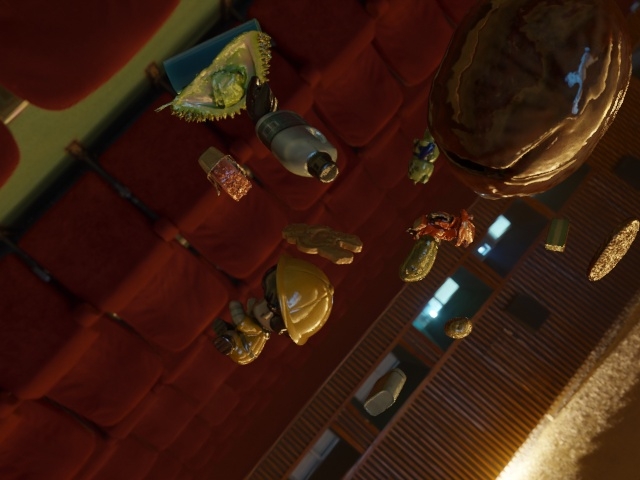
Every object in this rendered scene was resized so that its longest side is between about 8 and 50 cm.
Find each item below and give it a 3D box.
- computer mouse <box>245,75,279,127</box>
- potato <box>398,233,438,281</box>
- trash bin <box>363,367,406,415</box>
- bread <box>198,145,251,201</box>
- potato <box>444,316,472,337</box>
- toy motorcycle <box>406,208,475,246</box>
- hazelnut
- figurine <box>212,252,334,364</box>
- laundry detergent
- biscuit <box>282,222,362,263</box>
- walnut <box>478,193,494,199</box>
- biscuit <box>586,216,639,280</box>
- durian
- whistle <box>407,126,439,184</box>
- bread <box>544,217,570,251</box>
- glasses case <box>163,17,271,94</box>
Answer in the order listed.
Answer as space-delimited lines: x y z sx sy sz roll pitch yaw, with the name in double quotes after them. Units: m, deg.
-0.114 -0.253 1.013 0.047 0.079 0.135 -37 152 -24 "computer mouse"
0.345 0.064 1.832 0.188 0.105 0.085 -66 -155 18 "potato"
0.202 0.471 1.641 0.116 0.059 0.130 -47 175 30 "trash bin"
-0.370 -0.249 2.040 0.142 0.212 0.224 -43 172 -3 "bread"
0.522 0.329 1.987 0.107 0.080 0.170 -24 165 8 "potato"
0.477 -0.041 2.064 0.326 0.221 0.148 132 -27 -73 "toy motorcycle"
0.385 -0.281 1.001 0.359 0.358 0.410 -79 -170 -78 "hazelnut"
-0.089 0.151 1.086 0.256 0.167 0.192 -43 179 7 "figurine"
-0.032 -0.160 0.906 0.226 0.099 0.070 49 -42 50 "laundry detergent"
0.001 -0.002 1.509 0.144 0.236 0.040 -39 144 -55 "biscuit"
0.591 -0.268 1.742 0.273 0.227 0.273 -43 175 -5 "walnut"
0.741 0.025 1.326 0.187 0.027 0.188 -27 138 -27 "biscuit"
-0.259 -0.431 1.413 0.355 0.169 0.158 -31 -130 21 "durian"
0.350 -0.296 1.760 0.105 0.085 0.228 38 -63 58 "whistle"
0.951 -0.034 2.101 0.084 0.074 0.139 32 73 -62 "bread"
-0.303 -0.532 1.532 0.300 0.117 0.070 -21 -177 10 "glasses case"
